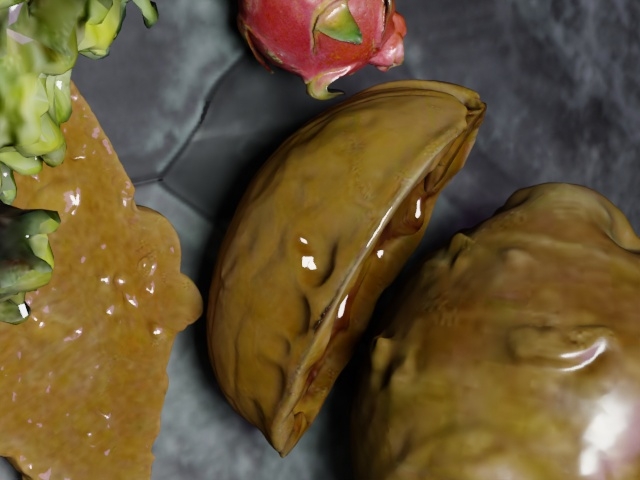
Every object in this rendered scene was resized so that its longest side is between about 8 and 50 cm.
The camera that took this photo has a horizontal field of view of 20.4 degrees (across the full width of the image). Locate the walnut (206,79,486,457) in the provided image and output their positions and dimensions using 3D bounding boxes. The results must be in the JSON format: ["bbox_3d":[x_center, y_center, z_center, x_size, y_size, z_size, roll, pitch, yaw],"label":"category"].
[{"bbox_3d":[-0.003,0.001,0.903,0.211,0.087,0.167,-61,174,7],"label":"walnut"}]

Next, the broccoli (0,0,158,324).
[{"bbox_3d":[-0.220,-0.100,0.644,0.324,0.272,0.334,-44,112,12],"label":"broccoli"}]

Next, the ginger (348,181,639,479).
[{"bbox_3d":[0.116,0.105,0.971,0.223,0.269,0.200,24,62,-10],"label":"ginger"}]

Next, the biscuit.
[{"bbox_3d":[-0.129,0.028,0.861,0.162,0.035,0.250,-18,109,-41],"label":"biscuit"}]

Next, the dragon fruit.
[{"bbox_3d":[-0.008,-0.129,0.898,0.081,0.086,0.116,-47,126,-17],"label":"dragon fruit"}]
